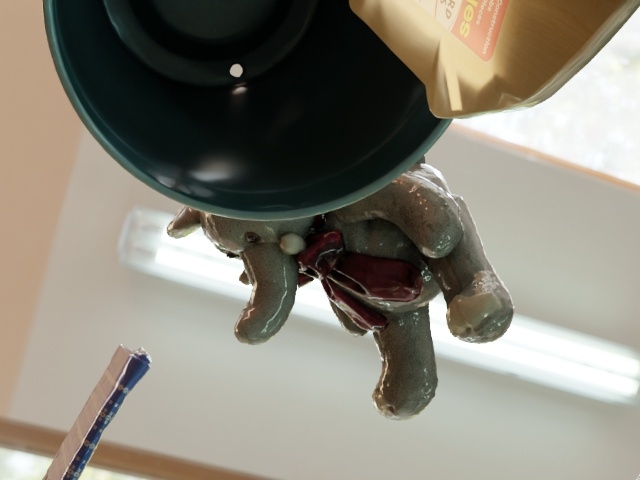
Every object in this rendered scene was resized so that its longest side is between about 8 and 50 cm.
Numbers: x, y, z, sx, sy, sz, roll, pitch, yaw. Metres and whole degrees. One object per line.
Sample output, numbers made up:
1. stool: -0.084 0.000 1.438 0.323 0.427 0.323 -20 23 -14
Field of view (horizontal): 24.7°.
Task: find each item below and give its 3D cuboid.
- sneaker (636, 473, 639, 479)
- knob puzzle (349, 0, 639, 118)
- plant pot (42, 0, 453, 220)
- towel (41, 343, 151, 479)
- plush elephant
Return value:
1. sneaker: 0.449 0.370 1.742 0.182 0.128 0.315 -55 131 -66
2. knob puzzle: 0.081 -0.135 0.571 0.213 0.030 0.213 -5 -96 64
3. plant pot: -0.052 -0.173 0.982 0.255 0.272 0.271 -131 -120 -72
4. towel: -0.297 0.276 1.753 0.336 0.040 0.243 -61 -171 -7
5. plush elephant: 0.000 0.000 1.395 0.272 0.256 0.329 134 -51 -64
